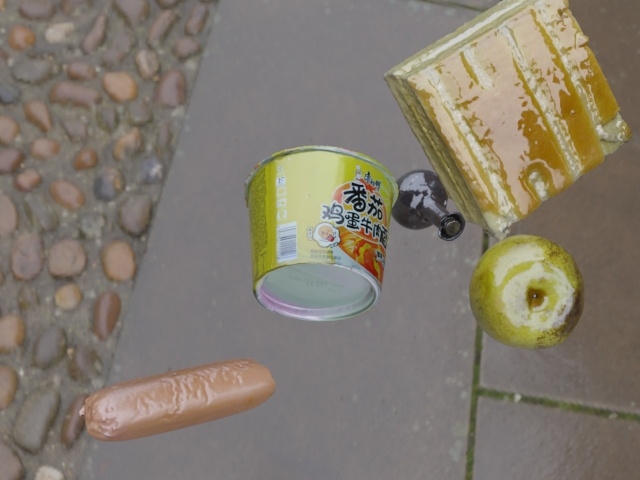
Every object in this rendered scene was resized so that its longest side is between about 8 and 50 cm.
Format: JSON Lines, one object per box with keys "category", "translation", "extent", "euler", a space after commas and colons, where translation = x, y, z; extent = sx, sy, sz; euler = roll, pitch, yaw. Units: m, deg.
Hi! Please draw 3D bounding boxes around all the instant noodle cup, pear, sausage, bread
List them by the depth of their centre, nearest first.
{"category": "bread", "translation": [0.246, -0.164, 1.318], "extent": [0.239, 0.111, 0.246], "euler": [-32, 106, -7]}
{"category": "sausage", "translation": [-0.200, 0.226, 1.481], "extent": [0.289, 0.086, 0.086], "euler": [-10, 57, -33]}
{"category": "instant noodle cup", "translation": [0.000, 0.000, 1.675], "extent": [0.265, 0.264, 0.200], "euler": [3, 59, -4]}
{"category": "pear", "translation": [0.344, 0.087, 1.749], "extent": [0.197, 0.197, 0.197], "euler": [3, 57, -4]}

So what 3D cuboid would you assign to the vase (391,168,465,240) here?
{"category": "vase", "translation": [0.204, -0.059, 1.943], "extent": [0.120, 0.120, 0.183], "euler": [-18, 32, -17]}
